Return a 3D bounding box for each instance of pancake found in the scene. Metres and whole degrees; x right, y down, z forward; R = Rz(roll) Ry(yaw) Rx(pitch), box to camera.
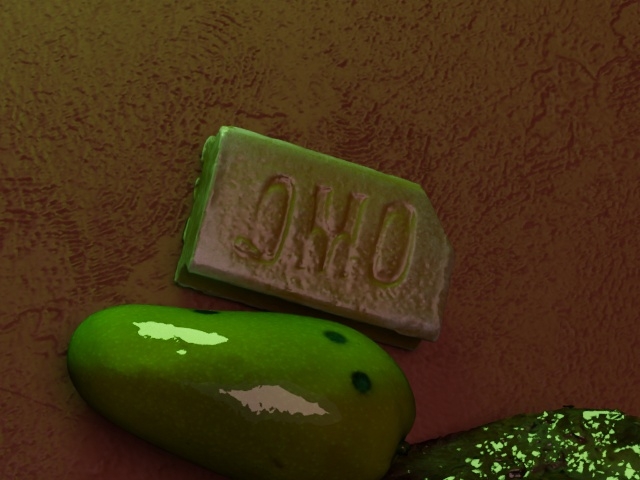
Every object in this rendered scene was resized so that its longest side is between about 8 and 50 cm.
[{"bbox_3d":[0.132,0.240,1.438,0.356,0.356,0.065,-19,115,-22],"label":"pancake"}]

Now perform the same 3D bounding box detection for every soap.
[{"bbox_3d":[0.000,0.000,1.579,0.232,0.073,0.140,17,74,-14],"label":"soap"}]

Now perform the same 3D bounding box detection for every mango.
[{"bbox_3d":[-0.065,0.123,1.479,0.293,0.175,0.143,14,103,-4],"label":"mango"}]
